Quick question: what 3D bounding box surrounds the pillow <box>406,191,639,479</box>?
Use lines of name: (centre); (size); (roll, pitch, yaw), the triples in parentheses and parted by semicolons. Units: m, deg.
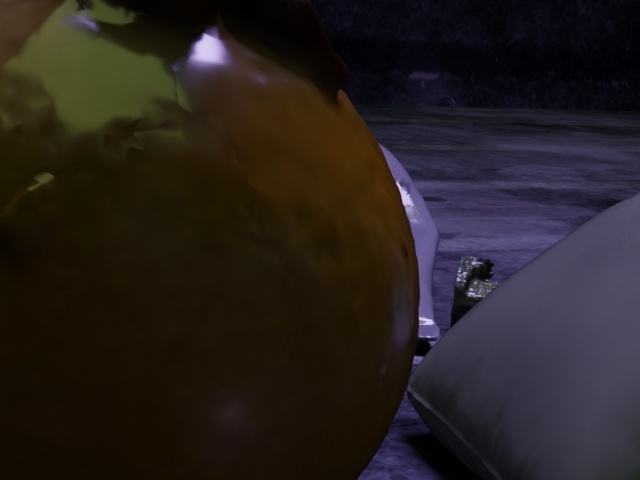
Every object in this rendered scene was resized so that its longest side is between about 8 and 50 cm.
pillow: (0.190, 0.066, 0.873); (0.255, 0.120, 0.322); (-36, 15, -1)

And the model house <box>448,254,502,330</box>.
model house: (0.152, 0.052, 1.275); (0.083, 0.066, 0.079); (7, 12, 8)

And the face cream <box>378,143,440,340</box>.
face cream: (0.000, 0.000, 1.414); (0.235, 0.137, 0.420); (6, 19, 4)

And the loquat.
loquat: (-0.103, -0.002, 0.718); (0.328, 0.359, 0.328); (15, 29, -9)
